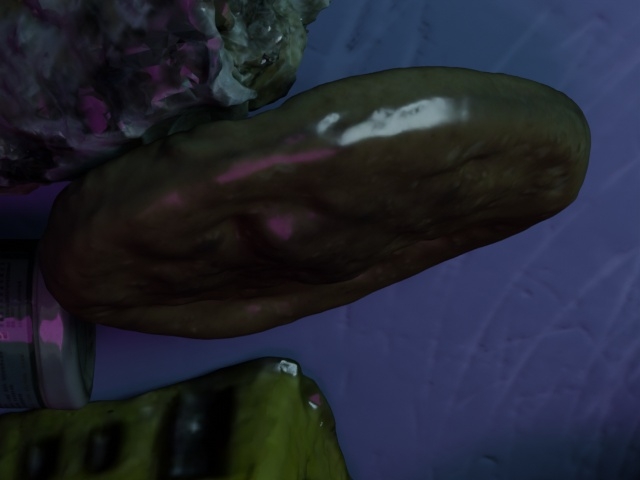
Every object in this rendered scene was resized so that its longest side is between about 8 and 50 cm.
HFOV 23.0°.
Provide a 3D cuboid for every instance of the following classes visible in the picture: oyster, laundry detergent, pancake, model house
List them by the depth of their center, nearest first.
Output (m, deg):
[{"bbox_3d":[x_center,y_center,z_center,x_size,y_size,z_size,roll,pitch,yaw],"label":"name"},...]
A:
[{"bbox_3d":[-0.092,-0.101,0.611,0.198,0.112,0.267,14,135,-13],"label":"oyster"},{"bbox_3d":[0.000,0.000,0.679,0.242,0.050,0.242,-12,161,-4],"label":"pancake"},{"bbox_3d":[-0.227,0.042,0.770,0.226,0.070,0.099,-1,140,-1],"label":"laundry detergent"},{"bbox_3d":[-0.080,0.208,0.816,0.193,0.234,0.175,-11,132,12],"label":"model house"}]
